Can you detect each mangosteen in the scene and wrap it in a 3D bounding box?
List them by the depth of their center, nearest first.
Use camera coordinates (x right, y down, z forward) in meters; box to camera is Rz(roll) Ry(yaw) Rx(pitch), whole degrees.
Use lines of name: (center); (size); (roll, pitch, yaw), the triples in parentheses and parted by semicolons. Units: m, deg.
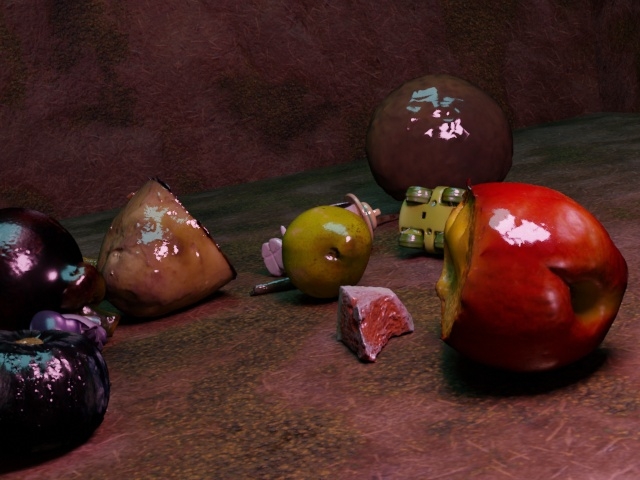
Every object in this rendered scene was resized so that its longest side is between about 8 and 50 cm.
mangosteen: (-0.560, 0.083, 1.754); (0.314, 0.296, 0.297); (2, 16, 34)

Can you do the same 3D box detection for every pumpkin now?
pumpkin: (-0.412, 0.212, 1.323); (0.233, 0.163, 0.233); (1, 7, 0)

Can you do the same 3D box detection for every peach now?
peach: (0.258, 0.043, 1.330); (0.281, 0.281, 0.338); (-16, 22, -30)

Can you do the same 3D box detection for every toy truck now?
toy truck: (0.289, -0.038, 2.059); (0.211, 0.148, 0.187); (13, -5, -35)

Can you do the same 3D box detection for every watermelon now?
watermelon: (0.061, 0.131, 1.520); (0.121, 0.097, 0.158); (-3, 17, 32)

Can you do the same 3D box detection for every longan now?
longan: (0.310, -0.248, 2.465); (0.391, 0.391, 0.391); (-9, 12, 2)

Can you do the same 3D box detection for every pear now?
pear: (0.015, 0.022, 1.828); (0.188, 0.187, 0.220); (-14, 8, -20)

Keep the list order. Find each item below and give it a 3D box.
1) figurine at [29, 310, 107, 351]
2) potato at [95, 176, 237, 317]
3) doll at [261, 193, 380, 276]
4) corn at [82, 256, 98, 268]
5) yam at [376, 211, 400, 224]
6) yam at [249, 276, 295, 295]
figurine: (-0.433, 0.174, 1.581); (0.145, 0.145, 0.222); (-13, 7, -16)
potato: (-0.359, 0.044, 1.952); (0.237, 0.301, 0.289); (-40, -4, -15)
doll: (0.008, -0.004, 2.155); (0.208, 0.144, 0.271); (-27, -2, 30)
corn: (-0.566, 0.082, 2.229); (0.292, 0.101, 0.101); (-2, 14, 36)
yam: (0.146, -0.047, 2.473); (0.234, 0.029, 0.027); (-17, 41, -38)
yam: (-0.087, 0.094, 1.967); (0.130, 0.027, 0.033); (-11, 11, -6)
